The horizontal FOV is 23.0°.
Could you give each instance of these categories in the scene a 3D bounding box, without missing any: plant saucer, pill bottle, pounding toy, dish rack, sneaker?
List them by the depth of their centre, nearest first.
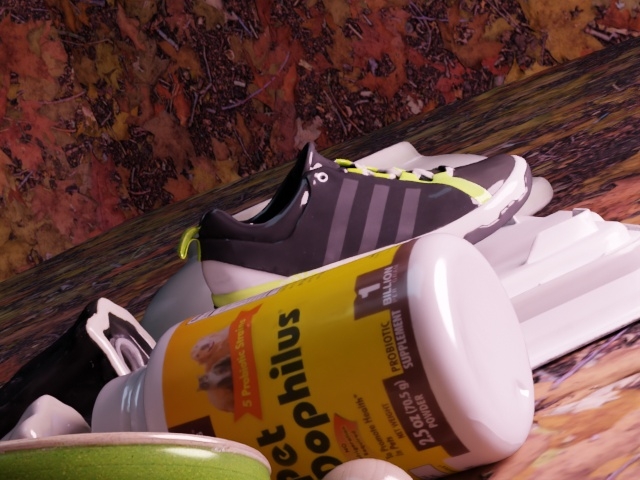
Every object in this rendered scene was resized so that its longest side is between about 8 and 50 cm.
[{"bbox_3d":[-0.083,0.157,0.657,0.236,0.110,0.183,8,-25,-35],"label":"pounding toy"},{"bbox_3d":[-0.008,0.081,0.809,0.215,0.117,0.117,-20,7,24],"label":"pill bottle"},{"bbox_3d":[0.025,-0.023,1.000,0.234,0.097,0.084,-24,7,-13],"label":"sneaker"},{"bbox_3d":[0.049,0.056,1.032,0.332,0.072,0.285,-23,6,-10],"label":"dish rack"},{"bbox_3d":[0.000,0.000,1.358,0.400,0.101,0.400,-23,2,1],"label":"plant saucer"}]

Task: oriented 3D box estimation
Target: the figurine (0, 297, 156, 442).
[{"bbox_3d":[-0.199,0.156,0.929,0.209,0.092,0.215,-34,14,18],"label":"figurine"}]
